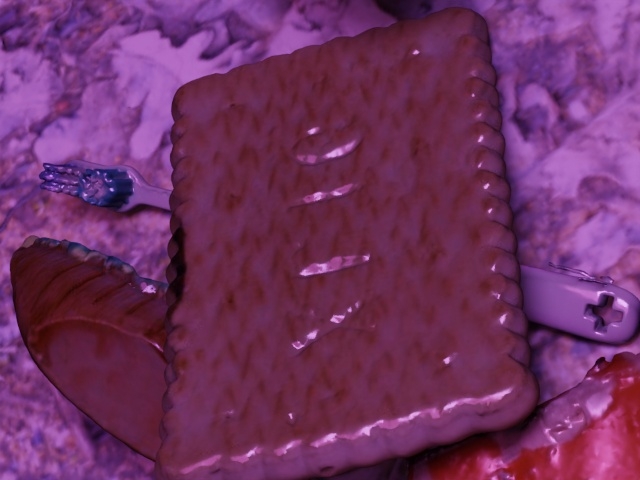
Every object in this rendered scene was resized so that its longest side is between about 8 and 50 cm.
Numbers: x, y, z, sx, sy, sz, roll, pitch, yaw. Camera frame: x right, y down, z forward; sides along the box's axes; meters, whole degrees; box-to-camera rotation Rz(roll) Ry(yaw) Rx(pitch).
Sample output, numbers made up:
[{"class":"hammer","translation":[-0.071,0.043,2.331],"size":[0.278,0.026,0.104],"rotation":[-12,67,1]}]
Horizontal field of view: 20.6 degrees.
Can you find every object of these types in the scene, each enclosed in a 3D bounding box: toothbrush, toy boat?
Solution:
[{"class":"toothbrush","translation":[0.002,0.000,1.091],"size":[0.418,0.040,0.042],"rotation":[14,98,26]},{"class":"toy boat","translation":[-0.117,0.068,1.089],"size":[0.293,0.099,0.108],"rotation":[29,111,31]}]

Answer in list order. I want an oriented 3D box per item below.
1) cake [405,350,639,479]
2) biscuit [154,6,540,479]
[{"class":"cake","translation":[0.151,0.105,0.936],"size":[0.287,0.098,0.135],"rotation":[-46,58,5]},{"class":"biscuit","translation":[0.009,0.000,1.021],"size":[0.217,0.044,0.325],"rotation":[-14,46,11]}]
